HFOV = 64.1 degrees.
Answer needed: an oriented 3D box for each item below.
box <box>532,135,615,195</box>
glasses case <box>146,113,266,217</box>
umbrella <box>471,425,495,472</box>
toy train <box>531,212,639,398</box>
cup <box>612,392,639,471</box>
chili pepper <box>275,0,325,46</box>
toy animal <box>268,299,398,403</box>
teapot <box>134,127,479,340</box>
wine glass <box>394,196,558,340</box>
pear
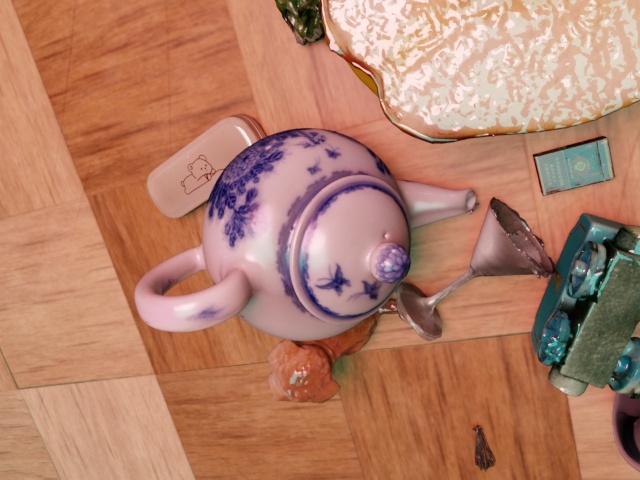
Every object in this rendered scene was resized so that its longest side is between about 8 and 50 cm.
[{"bbox_3d":[0.306,-0.090,0.619,0.082,0.023,0.051,-14,104,20],"label":"box"},{"bbox_3d":[-0.164,-0.105,0.736,0.196,0.050,0.083,-31,99,23],"label":"glasses case"},{"bbox_3d":[0.246,0.317,0.775,0.031,0.020,0.083,-11,99,18],"label":"umbrella"},{"bbox_3d":[0.322,0.072,0.591,0.112,0.163,0.203,20,110,10],"label":"toy train"},{"bbox_3d":[0.526,0.230,0.562,0.312,0.205,0.205,27,113,5],"label":"cup"},{"bbox_3d":[0.011,-0.337,0.595,0.108,0.062,0.216,40,116,44],"label":"chili pepper"},{"bbox_3d":[0.023,0.139,0.689,0.184,0.185,0.104,-13,102,20],"label":"toy animal"},{"bbox_3d":[0.000,0.000,0.589,0.280,0.424,0.252,20,124,55],"label":"teapot"},{"bbox_3d":[0.187,0.043,0.654,0.122,0.122,0.183,48,119,-3],"label":"wine glass"},{"bbox_3d":[0.195,-0.283,0.496,0.386,0.191,0.340,-34,100,23],"label":"pear"}]
